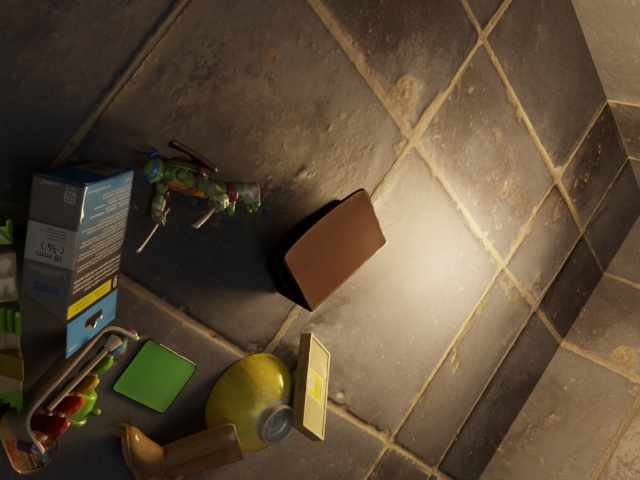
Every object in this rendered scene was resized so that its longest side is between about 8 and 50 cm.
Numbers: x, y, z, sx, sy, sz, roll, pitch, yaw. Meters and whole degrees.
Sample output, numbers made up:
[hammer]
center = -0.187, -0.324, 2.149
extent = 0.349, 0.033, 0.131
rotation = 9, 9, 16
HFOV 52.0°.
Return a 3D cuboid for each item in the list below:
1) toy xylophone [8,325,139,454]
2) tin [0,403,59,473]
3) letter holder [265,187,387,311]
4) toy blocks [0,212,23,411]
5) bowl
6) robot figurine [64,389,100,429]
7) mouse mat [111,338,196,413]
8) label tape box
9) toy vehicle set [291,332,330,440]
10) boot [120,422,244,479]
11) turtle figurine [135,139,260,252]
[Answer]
[toy xylophone]
center = -0.508, 0.294, 1.358
extent = 0.081, 0.236, 0.322
rotation = 51, 61, -21
[tin]
center = -0.646, 0.429, 1.446
extent = 0.106, 0.040, 0.189
rotation = -27, 124, -36
[letter holder]
center = 0.000, 0.000, 1.757
extent = 0.302, 0.152, 0.214
rotation = -41, 128, -21
[toy blocks]
center = -0.698, 0.149, 1.203
extent = 0.261, 0.191, 0.381
rotation = -4, 111, -29
[bowl]
center = -0.156, 0.474, 1.817
extent = 0.290, 0.156, 0.289
rotation = -18, 119, -36
[robot figurine]
center = -0.550, 0.373, 1.484
extent = 0.101, 0.067, 0.115
rotation = 23, 94, -28
[mouse mat]
center = -0.410, 0.342, 1.638
extent = 0.152, 0.007, 0.190
rotation = -54, 135, -9
[label tape box]
center = -0.474, 0.026, 1.283
extent = 0.240, 0.106, 0.333
rotation = -66, 168, -77
[toy vehicle set]
center = -0.024, 0.417, 1.867
extent = 0.166, 0.035, 0.266
rotation = 57, 32, -52
[boot]
center = -0.344, 0.510, 1.650
extent = 0.270, 0.089, 0.236
rotation = -15, 133, -9
[turtle figurine]
center = -0.274, -0.070, 1.455
extent = 0.266, 0.274, 0.198
rotation = 6, 138, -47
